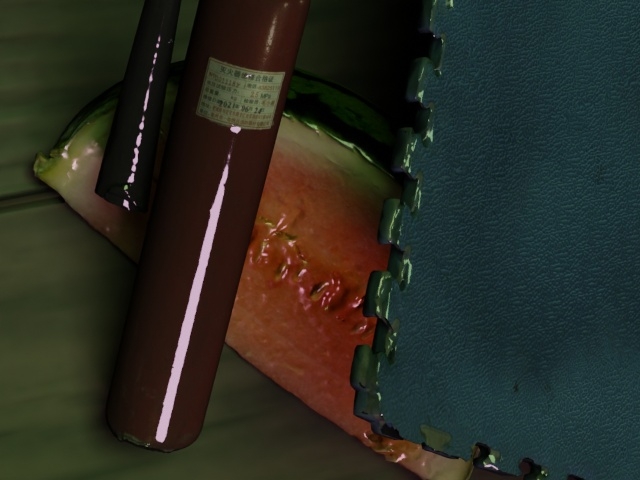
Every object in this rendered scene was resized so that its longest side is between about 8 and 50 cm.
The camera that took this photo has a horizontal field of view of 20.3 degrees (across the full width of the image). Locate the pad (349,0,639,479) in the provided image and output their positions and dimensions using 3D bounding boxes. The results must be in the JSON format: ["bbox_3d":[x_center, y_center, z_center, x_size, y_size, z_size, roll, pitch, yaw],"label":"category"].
[{"bbox_3d":[0.130,-0.038,0.569,0.269,0.012,0.270,24,71,-35],"label":"pad"}]

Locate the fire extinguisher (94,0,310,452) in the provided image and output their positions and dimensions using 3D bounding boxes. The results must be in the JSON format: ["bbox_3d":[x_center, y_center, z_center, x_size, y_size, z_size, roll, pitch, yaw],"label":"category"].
[{"bbox_3d":[-0.035,-0.026,0.486,0.035,0.049,0.173,-2,118,-38],"label":"fire extinguisher"}]

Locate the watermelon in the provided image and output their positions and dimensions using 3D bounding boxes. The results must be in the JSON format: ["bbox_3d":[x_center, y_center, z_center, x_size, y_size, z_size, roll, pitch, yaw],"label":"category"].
[{"bbox_3d":[0.008,-0.007,0.523,0.163,0.069,0.087,38,68,-10],"label":"watermelon"}]
